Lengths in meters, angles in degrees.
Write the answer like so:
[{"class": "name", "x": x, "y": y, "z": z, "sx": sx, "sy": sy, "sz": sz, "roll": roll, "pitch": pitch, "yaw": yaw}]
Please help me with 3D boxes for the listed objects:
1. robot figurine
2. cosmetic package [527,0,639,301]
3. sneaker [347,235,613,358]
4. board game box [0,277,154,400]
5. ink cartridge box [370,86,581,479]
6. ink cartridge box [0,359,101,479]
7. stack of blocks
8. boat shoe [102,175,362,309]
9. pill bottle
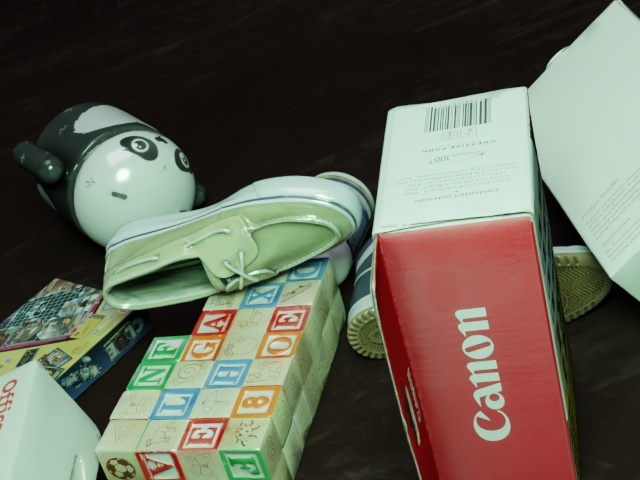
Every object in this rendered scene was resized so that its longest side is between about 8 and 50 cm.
[{"class": "robot figurine", "x": -0.282, "y": -0.091, "z": 1.577, "sx": 0.209, "sy": 0.173, "sz": 0.278, "roll": -32, "pitch": 34, "yaw": -20}, {"class": "cosmetic package", "x": 0.351, "y": -0.084, "z": 1.228, "sx": 0.197, "sy": 0.155, "sz": 0.365, "roll": -46, "pitch": 26, "yaw": 19}, {"class": "sneaker", "x": 0.163, "y": 0.028, "z": 1.261, "sx": 0.282, "sy": 0.099, "sz": 0.153, "roll": -14, "pitch": 34, "yaw": 10}, {"class": "board game box", "x": -0.335, "y": 0.143, "z": 1.366, "sx": 0.165, "sy": 0.042, "sz": 0.243, "roll": 12, "pitch": 42, "yaw": 37}, {"class": "ink cartridge box", "x": 0.141, "y": 0.074, "z": 1.002, "sx": 0.130, "sy": 0.309, "sz": 0.272, "roll": -8, "pitch": 34, "yaw": 14}, {"class": "ink cartridge box", "x": -0.354, "y": 0.256, "z": 1.081, "sx": 0.273, "sy": 0.114, "sz": 0.197, "roll": -25, "pitch": 30, "yaw": 11}, {"class": "stack of blocks", "x": -0.092, "y": 0.143, "z": 1.211, "sx": 0.171, "sy": 0.087, "sz": 0.297, "roll": -4, "pitch": 34, "yaw": 19}, {"class": "boat shoe", "x": -0.097, "y": 0.014, "z": 1.253, "sx": 0.302, "sy": 0.109, "sz": 0.094, "roll": -14, "pitch": 45, "yaw": 21}, {"class": "pill bottle", "x": 0.000, "y": 0.000, "z": 1.382, "sx": 0.094, "sy": 0.094, "sz": 0.169, "roll": -2, "pitch": 34, "yaw": 22}]
